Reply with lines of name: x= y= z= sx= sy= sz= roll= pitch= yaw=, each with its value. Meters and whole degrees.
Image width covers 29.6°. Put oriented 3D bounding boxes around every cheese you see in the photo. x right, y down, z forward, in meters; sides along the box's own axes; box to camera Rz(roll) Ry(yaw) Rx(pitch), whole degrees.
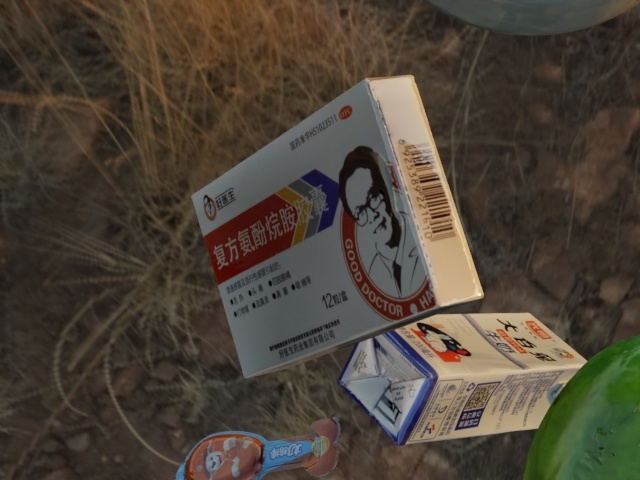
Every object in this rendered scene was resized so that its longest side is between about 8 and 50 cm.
cheese: x=-0.088 y=0.297 z=1.655 sx=0.256 sy=0.037 sz=0.106 roll=-15 pitch=51 yaw=21

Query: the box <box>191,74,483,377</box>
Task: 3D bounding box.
box: x=0.000 y=0.000 z=1.201 sx=0.069 sy=0.353 sz=0.214 roll=-11 pitch=81 yaw=-37

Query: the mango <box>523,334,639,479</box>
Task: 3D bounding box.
mango: x=0.132 y=0.124 z=0.457 sx=0.119 sy=0.100 sz=0.178 roll=-5 pitch=89 yaw=14

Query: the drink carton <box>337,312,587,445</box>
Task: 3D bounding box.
drink carton: x=0.184 y=0.165 z=1.494 sx=0.130 sy=0.315 sz=0.106 roll=44 pitch=119 yaw=39

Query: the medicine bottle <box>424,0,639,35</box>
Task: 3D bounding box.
medicine bottle: x=0.013 y=-0.253 z=0.382 sx=0.375 sy=0.123 sz=0.282 roll=41 pitch=83 yaw=8
